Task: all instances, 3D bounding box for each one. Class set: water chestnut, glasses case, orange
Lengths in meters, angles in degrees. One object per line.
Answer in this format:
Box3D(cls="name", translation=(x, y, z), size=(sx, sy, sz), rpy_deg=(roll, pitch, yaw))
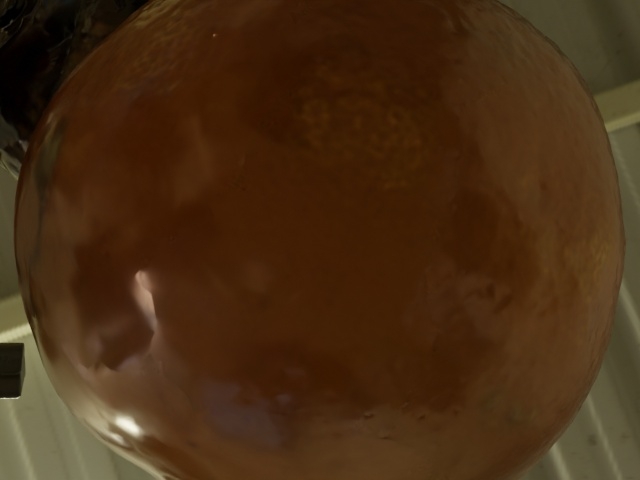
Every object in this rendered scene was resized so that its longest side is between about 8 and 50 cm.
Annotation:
Box3D(cls="water chestnut", translation=(-0.125, -0.153, 0.886), size=(0.300, 0.300, 0.300), rpy_deg=(0, -101, 0))
Box3D(cls="glasses case", translation=(-0.363, 0.117, 1.006), size=(0.191, 0.072, 0.042), rpy_deg=(2, -73, -8))
Box3D(cls="orange", translation=(0.000, 0.000, 0.579), size=(0.312, 0.312, 0.312), rpy_deg=(0, -101, 0))
